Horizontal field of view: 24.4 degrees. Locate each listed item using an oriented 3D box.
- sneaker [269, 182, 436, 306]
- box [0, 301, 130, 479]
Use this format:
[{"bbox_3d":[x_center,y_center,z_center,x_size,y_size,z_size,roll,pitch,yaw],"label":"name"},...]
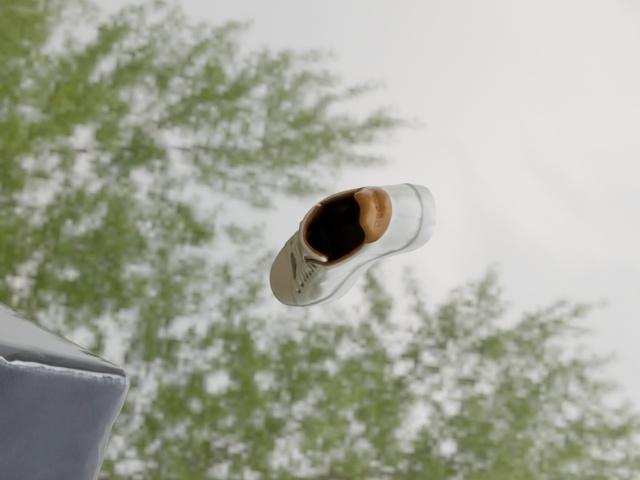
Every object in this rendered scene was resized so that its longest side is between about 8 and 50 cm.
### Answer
[{"bbox_3d":[0.000,0.000,1.709,0.290,0.123,0.106,-34,-118,49],"label":"sneaker"},{"bbox_3d":[-0.398,0.205,0.793,0.480,0.297,0.472,20,-86,51],"label":"box"}]
